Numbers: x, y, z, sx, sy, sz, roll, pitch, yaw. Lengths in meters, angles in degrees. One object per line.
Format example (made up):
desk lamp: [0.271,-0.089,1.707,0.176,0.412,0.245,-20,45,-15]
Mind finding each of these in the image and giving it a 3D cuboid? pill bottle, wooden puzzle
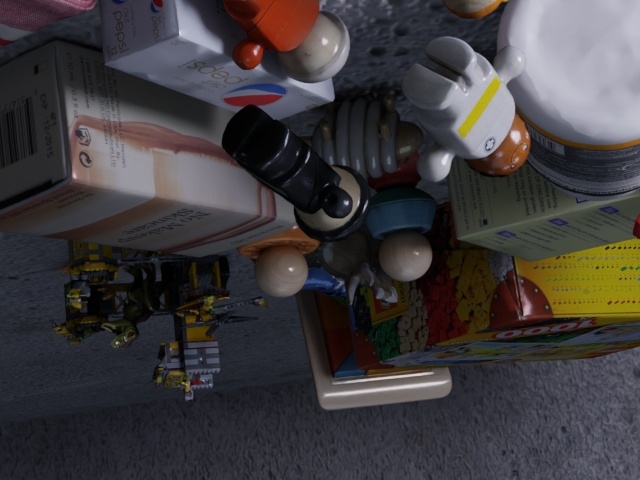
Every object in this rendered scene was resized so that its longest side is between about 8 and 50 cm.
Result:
pill bottle: [0.238,-0.127,1.073,0.162,0.162,0.278,-10,167,10]
wooden puzzle: [0.083,0.145,2.006,0.221,0.238,0.044,-4,152,-14]

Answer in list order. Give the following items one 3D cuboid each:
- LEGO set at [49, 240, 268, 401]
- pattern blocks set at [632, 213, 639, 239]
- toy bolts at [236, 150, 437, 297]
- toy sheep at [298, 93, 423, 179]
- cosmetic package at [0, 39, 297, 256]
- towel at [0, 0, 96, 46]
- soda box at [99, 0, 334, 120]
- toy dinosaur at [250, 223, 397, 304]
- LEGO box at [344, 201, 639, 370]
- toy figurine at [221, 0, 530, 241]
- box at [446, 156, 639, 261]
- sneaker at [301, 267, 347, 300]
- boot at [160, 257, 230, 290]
LEGO set: [-0.233,0.110,1.681,0.255,0.192,0.331,1,158,-21]
pattern blocks set: [0.407,-0.095,1.206,0.285,0.026,0.325,-58,154,10]
toy bolts: [0.025,-0.014,1.445,0.228,0.158,0.218,-10,167,10]
toy sheep: [0.037,-0.102,1.248,0.132,0.091,0.091,4,170,14]
cosmetic package: [-0.169,-0.072,1.149,0.153,0.129,0.296,-19,164,36]
towel: [-0.358,-0.155,0.894,0.329,0.037,0.237,-14,168,32]
soda box: [-0.076,-0.153,0.986,0.074,0.069,0.216,-15,166,29]
toy dinosaur: [0.000,0.000,1.644,0.313,0.121,0.160,13,-174,41]
LEGO box: [0.345,0.062,1.884,0.500,0.193,0.372,1,164,-34]
toy figurine: [0.041,-0.120,0.878,0.209,0.213,0.148,-17,153,20]
box: [0.289,-0.069,1.355,0.243,0.117,0.213,-14,165,29]
sneaker: [0.049,0.064,1.974,0.211,0.081,0.080,-3,167,-21]
boot: [-0.192,0.059,1.896,0.099,0.045,0.121,-7,160,-13]
